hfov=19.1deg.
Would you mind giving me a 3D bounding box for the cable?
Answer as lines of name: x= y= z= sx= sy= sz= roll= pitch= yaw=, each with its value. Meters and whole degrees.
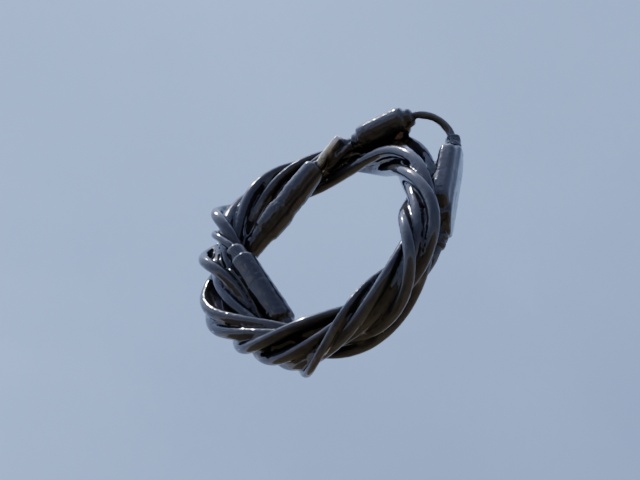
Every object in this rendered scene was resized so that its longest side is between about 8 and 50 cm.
cable: x=0.000 y=0.000 z=1.014 sx=0.150 sy=0.184 sz=0.047 roll=-11 pitch=-51 yaw=21
